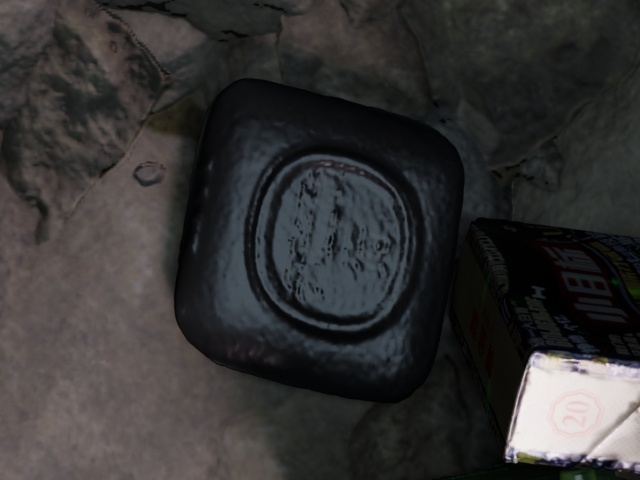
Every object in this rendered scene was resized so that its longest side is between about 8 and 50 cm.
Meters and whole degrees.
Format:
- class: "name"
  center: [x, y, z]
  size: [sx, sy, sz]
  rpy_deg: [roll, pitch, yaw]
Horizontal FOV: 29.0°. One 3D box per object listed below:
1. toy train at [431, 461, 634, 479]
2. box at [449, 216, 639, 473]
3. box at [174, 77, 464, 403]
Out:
- class: "toy train"
  center: [0.106, 0.226, 0.803]
  size: [0.271, 0.188, 0.159]
  rpy_deg: [-9, 86, -11]
- class: "box"
  center: [0.257, 0.075, 0.830]
  size: [0.310, 0.198, 0.084]
  rpy_deg: [6, 114, -7]
- class: "box"
  center: [0.000, 0.000, 0.886]
  size: [0.201, 0.042, 0.213]
  rpy_deg: [13, 83, -8]
